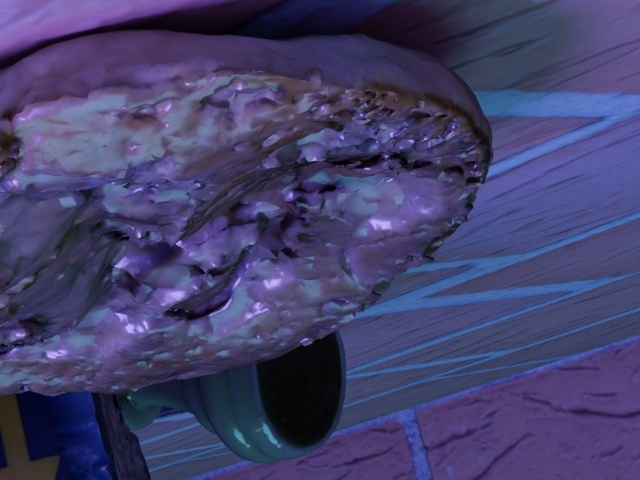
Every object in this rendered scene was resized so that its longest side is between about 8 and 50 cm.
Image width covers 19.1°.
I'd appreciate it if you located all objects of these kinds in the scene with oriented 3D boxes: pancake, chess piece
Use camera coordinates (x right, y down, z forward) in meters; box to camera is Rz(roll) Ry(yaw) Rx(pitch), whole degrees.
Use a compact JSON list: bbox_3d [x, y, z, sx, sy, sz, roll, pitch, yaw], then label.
[{"bbox_3d":[-0.100,-0.005,0.875,0.387,0.082,0.387,-14,163,-4],"label":"pancake"},{"bbox_3d":[-0.128,0.102,1.419,0.271,0.139,0.139,-8,175,30],"label":"chess piece"}]

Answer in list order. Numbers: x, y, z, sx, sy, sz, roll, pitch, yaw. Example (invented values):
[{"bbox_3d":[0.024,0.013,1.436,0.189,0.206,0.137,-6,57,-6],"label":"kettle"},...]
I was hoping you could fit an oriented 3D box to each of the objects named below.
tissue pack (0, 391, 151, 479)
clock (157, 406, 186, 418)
[{"bbox_3d":[-0.309,0.187,1.182,0.416,0.253,0.264,-15,171,-5],"label":"tissue pack"},{"bbox_3d":[-0.123,0.110,1.621,0.280,0.055,0.280,-14,171,-2],"label":"clock"}]
